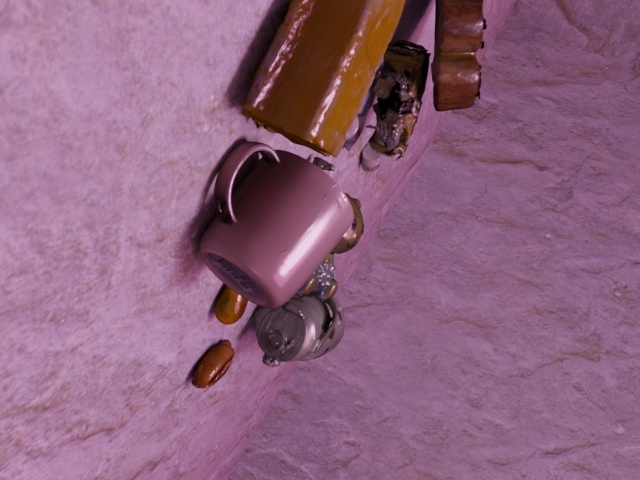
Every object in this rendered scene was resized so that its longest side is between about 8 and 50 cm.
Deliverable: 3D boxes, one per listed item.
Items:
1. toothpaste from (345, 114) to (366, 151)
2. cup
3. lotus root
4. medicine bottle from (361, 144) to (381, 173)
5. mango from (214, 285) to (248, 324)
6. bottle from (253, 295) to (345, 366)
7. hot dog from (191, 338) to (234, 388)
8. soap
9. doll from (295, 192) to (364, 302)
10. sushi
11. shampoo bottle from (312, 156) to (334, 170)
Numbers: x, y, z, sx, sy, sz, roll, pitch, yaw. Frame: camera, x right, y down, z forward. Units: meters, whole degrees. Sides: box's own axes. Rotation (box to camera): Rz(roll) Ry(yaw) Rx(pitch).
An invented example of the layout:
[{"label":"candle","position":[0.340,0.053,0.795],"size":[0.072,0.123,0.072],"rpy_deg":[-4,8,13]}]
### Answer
[{"label":"toothpaste","position":[0.067,-0.253,1.402],"size":[0.100,0.066,0.323],"rpy_deg":[-63,174,9]},{"label":"cup","position":[-0.089,-0.031,0.994],"size":[0.200,0.192,0.252],"rpy_deg":[-52,137,-23]},{"label":"lotus root","position":[0.314,-0.508,1.450],"size":[0.374,0.111,0.390],"rpy_deg":[-77,165,-54]},{"label":"medicine bottle","position":[0.149,-0.238,1.821],"size":[0.057,0.057,0.089],"rpy_deg":[-58,168,-15]},{"label":"mango","position":[-0.177,0.118,1.260],"size":[0.079,0.057,0.114],"rpy_deg":[-22,132,-67]},{"label":"bottle","position":[-0.061,0.223,1.684],"size":[0.229,0.229,0.352],"rpy_deg":[-61,166,3]},{"label":"hot dog","position":[-0.237,0.273,1.389],"size":[0.140,0.060,0.089],"rpy_deg":[-44,165,-37]},{"label":"soap","position":[0.015,-0.273,0.921],"size":[0.259,0.143,0.281],"rpy_deg":[-6,119,-80]},{"label":"doll","position":[0.000,0.000,1.475],"size":[0.177,0.162,0.260],"rpy_deg":[20,102,-57]},{"label":"sushi","position":[0.174,-0.343,1.521],"size":[0.131,0.139,0.290],"rpy_deg":[-43,150,-43]},{"label":"shampoo bottle","position":[-0.044,-0.083,1.315],"size":[0.207,0.064,0.057],"rpy_deg":[-60,179,-4]}]
